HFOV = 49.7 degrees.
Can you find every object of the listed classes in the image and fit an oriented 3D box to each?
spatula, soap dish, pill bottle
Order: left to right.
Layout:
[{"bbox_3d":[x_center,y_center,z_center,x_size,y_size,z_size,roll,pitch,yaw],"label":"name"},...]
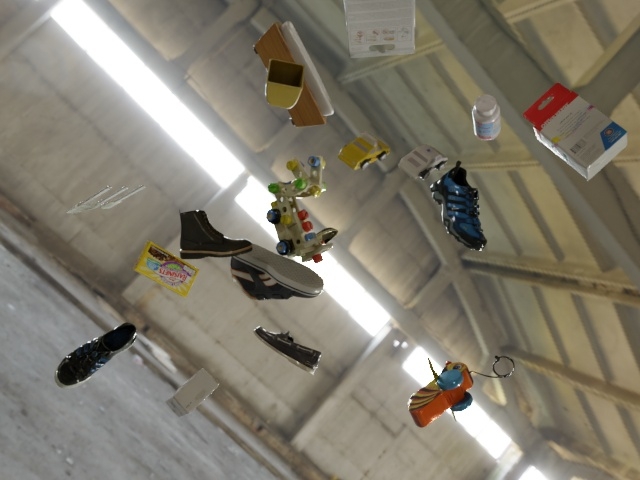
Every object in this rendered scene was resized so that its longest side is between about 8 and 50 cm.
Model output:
[{"bbox_3d":[-0.675,-0.129,2.176,0.242,0.168,0.019,-20,-99,40],"label":"spatula"},{"bbox_3d":[-0.072,-0.453,1.896,0.291,0.118,0.229,62,8,-16],"label":"soap dish"},{"bbox_3d":[0.533,-0.397,2.218,0.087,0.087,0.160,37,-8,27],"label":"pill bottle"}]

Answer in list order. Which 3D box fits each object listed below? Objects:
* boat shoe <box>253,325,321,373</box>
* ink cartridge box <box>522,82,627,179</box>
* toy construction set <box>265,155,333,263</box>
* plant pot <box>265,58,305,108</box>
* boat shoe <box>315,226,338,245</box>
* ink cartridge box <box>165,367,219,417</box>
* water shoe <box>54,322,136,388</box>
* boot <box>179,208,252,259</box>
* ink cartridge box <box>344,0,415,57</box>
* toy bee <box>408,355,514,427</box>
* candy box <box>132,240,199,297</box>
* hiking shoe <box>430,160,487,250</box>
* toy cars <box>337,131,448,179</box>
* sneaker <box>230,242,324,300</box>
[{"bbox_3d":[-0.084,0.268,1.782,0.206,0.065,0.075,29,-5,29],"label":"boat shoe"},{"bbox_3d":[0.645,-0.282,1.762,0.231,0.134,0.078,50,6,30],"label":"ink cartridge box"},{"bbox_3d":[-0.051,-0.067,1.970,0.151,0.215,0.328,23,48,-49],"label":"toy construction set"},{"bbox_3d":[-0.084,-0.345,1.555,0.081,0.081,0.083,9,-38,-7],"label":"plant pot"},{"bbox_3d":[0.000,0.000,2.145,0.043,0.137,0.049,6,-58,43],"label":"boat shoe"},{"bbox_3d":[-0.427,0.506,2.287,0.082,0.139,0.191,47,-27,1],"label":"ink cartridge box"},{"bbox_3d":[-0.501,0.247,1.535,0.073,0.203,0.080,47,-34,6],"label":"water shoe"},{"bbox_3d":[-0.288,-0.024,1.880,0.077,0.198,0.137,-141,-134,-77],"label":"boot"},{"bbox_3d":[0.160,-0.614,1.863,0.189,0.066,0.232,-2,-39,7],"label":"ink cartridge box"},{"bbox_3d":[0.363,0.404,1.905,0.162,0.298,0.195,-150,-126,-72],"label":"toy bee"},{"bbox_3d":[-0.498,0.095,2.237,0.206,0.105,0.027,35,-17,-34],"label":"candy box"},{"bbox_3d":[0.453,-0.107,2.195,0.113,0.132,0.304,4,49,-36],"label":"hiking shoe"},{"bbox_3d":[0.252,-0.292,2.280,0.176,0.393,0.087,-97,-161,-46],"label":"toy cars"},{"bbox_3d":[-0.126,0.115,1.955,0.321,0.127,0.126,24,23,35],"label":"sneaker"}]
